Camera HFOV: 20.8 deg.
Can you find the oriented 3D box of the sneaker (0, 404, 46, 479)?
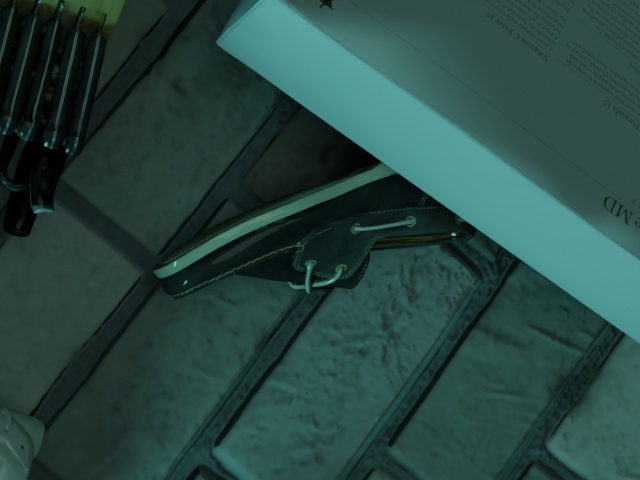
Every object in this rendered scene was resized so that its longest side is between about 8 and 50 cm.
[{"bbox_3d":[-0.238,0.117,1.108,0.115,0.090,0.232,-21,103,-25],"label":"sneaker"}]

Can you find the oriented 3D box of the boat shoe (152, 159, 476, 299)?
[{"bbox_3d":[0.000,0.000,1.189,0.233,0.084,0.079,-19,93,-22],"label":"boat shoe"}]

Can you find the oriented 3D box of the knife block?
[{"bbox_3d":[-0.189,-0.138,1.117,0.088,0.276,0.242,18,119,-19],"label":"knife block"}]

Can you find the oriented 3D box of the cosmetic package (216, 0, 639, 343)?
[{"bbox_3d":[0.154,-0.148,1.209,0.377,0.097,0.284,35,60,-14],"label":"cosmetic package"}]
